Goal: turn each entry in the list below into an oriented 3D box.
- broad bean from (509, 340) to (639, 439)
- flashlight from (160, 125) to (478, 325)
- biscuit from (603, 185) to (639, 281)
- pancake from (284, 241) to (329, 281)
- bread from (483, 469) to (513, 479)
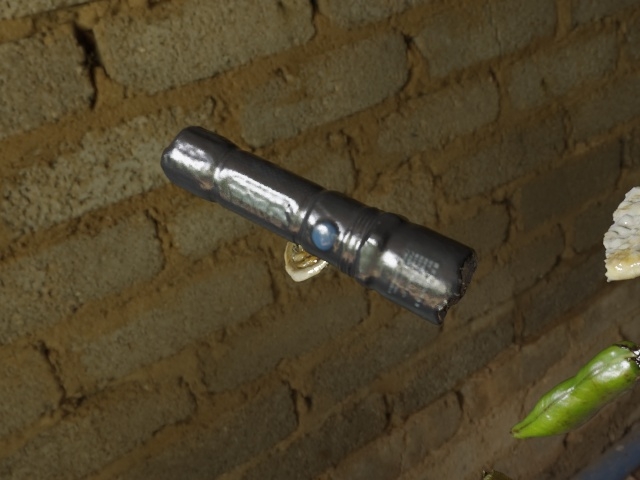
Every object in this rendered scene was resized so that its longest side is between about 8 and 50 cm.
[{"bbox_3d":[0.367,0.213,0.950,0.077,0.339,0.061,-4,55,-25],"label":"broad bean"},{"bbox_3d":[-0.014,-0.033,0.845,0.423,0.103,0.103,27,39,18],"label":"flashlight"},{"bbox_3d":[0.386,-0.035,0.705,0.265,0.040,0.188,-33,12,-9],"label":"biscuit"},{"bbox_3d":[0.000,0.000,0.949,0.139,0.022,0.139,-33,28,20],"label":"pancake"},{"bbox_3d":[0.249,0.535,1.137,0.236,0.198,0.263,-42,-17,20],"label":"bread"}]
